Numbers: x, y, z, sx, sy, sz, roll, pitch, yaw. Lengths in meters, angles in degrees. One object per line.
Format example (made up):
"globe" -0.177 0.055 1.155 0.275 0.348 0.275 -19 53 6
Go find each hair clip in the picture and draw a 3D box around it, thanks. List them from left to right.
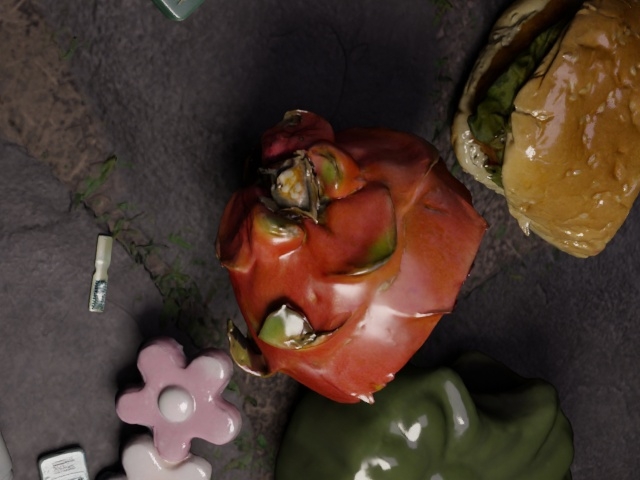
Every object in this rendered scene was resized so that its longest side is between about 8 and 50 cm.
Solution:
"hair clip" -0.160 0.222 1.344 0.075 0.146 0.257 -42 150 -59

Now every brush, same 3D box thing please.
"brush" -0.233 0.036 1.338 0.016 0.013 0.084 6 96 -25

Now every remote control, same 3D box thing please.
"remote control" -0.272 0.286 1.365 0.053 0.018 0.124 -12 105 -22

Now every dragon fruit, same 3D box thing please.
"dragon fruit" 0.000 0.000 1.301 0.225 0.305 0.305 29 87 -20

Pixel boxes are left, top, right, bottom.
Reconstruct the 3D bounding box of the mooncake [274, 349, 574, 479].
"mooncake" 0.122 0.282 1.439 0.351 0.187 0.351 -14 115 -31

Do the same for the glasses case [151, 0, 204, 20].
"glasses case" -0.180 -0.315 1.278 0.078 0.039 0.184 -46 116 -11

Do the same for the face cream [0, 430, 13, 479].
"face cream" -0.364 0.222 1.262 0.101 0.101 0.252 -22 109 -20

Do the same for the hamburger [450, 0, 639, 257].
"hamburger" 0.264 -0.145 1.460 0.209 0.162 0.330 4 103 -28
